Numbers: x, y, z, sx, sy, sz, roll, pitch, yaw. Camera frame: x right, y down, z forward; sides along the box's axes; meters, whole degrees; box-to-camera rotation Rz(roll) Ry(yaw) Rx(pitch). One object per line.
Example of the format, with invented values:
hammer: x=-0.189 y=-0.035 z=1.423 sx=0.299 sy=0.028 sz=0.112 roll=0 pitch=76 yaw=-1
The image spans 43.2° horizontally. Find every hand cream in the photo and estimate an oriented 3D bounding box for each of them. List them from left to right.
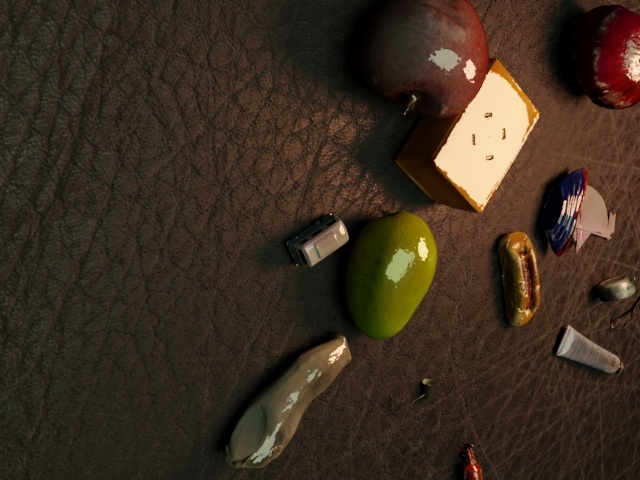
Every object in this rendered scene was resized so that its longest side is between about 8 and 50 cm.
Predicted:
hand cream: x=0.731 y=0.305 z=2.186 sx=0.256 sy=0.055 sz=0.088 roll=25 pitch=92 yaw=-33

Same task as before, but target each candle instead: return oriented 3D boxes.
candle: x=0.372 y=0.637 z=1.994 sx=0.084 sy=0.059 sz=0.302 roll=-18 pitch=108 yaw=-41

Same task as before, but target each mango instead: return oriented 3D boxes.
mango: x=0.140 y=0.070 z=1.683 sx=0.185 sy=0.149 sz=0.273 roll=26 pitch=88 yaw=-37

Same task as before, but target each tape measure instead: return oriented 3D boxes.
tape measure: x=0.807 y=0.181 z=2.183 sx=0.107 sy=0.104 sz=0.180 roll=-22 pitch=110 yaw=-33

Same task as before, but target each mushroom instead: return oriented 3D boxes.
mushroom: x=-0.061 y=0.319 z=1.621 sx=0.351 sy=0.097 sz=0.109 roll=-48 pitch=121 yaw=-21

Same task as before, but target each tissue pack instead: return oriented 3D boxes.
tissue pack: x=0.319 y=-0.226 z=1.755 sx=0.194 sy=0.145 sz=0.274 roll=41 pitch=76 yaw=-31

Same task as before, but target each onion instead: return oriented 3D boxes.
onion: x=0.697 y=-0.437 z=1.941 sx=0.206 sy=0.216 sz=0.207 roll=29 pitch=89 yaw=-31

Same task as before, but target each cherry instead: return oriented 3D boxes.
cherry: x=0.212 y=-0.381 z=1.608 sx=0.261 sy=0.221 sz=0.307 roll=21 pitch=66 yaw=-16

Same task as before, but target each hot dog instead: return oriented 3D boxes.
hot dog: x=0.490 y=0.098 z=1.973 sx=0.084 sy=0.073 sz=0.243 roll=-17 pitch=107 yaw=-26

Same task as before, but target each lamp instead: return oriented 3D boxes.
lamp: x=0.215 y=0.360 z=1.854 sx=0.121 sy=0.041 sz=0.054 roll=-11 pitch=113 yaw=-36

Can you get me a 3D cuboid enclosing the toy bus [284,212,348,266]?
toy bus: x=0.000 y=0.000 z=1.616 sx=0.123 sy=0.075 sz=0.060 roll=-34 pitch=115 yaw=-25

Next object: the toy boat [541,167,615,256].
toy boat: x=0.683 y=-0.081 z=2.080 sx=0.318 sy=0.072 sz=0.219 roll=-14 pitch=109 yaw=-35
